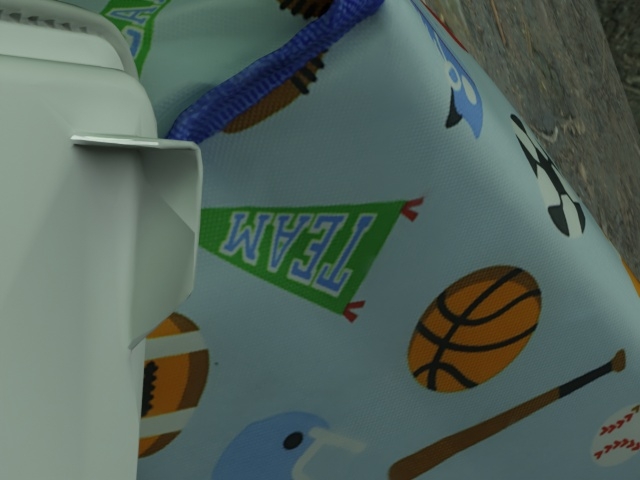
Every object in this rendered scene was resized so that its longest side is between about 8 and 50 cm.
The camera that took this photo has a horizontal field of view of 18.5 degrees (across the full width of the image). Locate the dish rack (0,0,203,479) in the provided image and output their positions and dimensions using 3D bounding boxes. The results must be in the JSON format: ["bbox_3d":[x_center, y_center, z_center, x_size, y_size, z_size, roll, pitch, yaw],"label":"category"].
[{"bbox_3d":[-0.097,0.096,0.403,0.285,0.072,0.333,-7,102,-74],"label":"dish rack"}]

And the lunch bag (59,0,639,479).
[{"bbox_3d":[-0.071,-0.032,0.787,0.328,0.239,0.385,48,2,-46],"label":"lunch bag"}]
